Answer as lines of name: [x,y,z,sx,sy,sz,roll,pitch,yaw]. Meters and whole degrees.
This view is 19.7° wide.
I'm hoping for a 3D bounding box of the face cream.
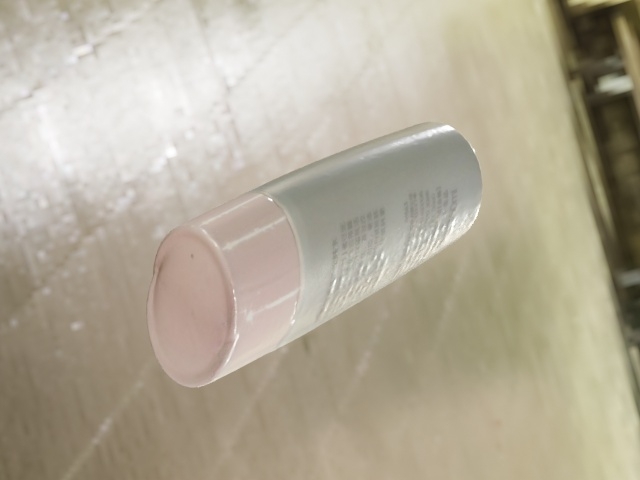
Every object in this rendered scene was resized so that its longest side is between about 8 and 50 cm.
face cream: [0.000,0.000,0.862,0.198,0.057,0.084,-25,134,-48]
